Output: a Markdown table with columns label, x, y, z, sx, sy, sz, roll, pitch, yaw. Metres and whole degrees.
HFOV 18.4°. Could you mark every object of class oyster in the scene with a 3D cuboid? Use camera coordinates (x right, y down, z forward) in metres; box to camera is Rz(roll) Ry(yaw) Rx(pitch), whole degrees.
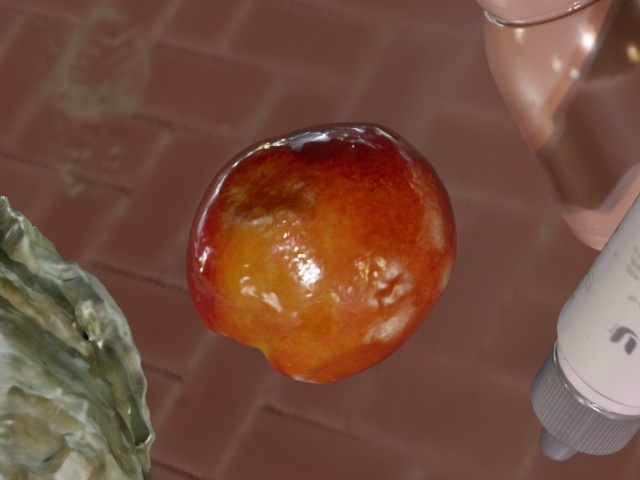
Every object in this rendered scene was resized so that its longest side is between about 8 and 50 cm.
| label | x | y | z | sx | sy | sz | roll | pitch | yaw |
| --- | --- | --- | --- | --- | --- | --- | --- | --- | --- |
| oyster | -0.151 | 0.066 | 0.630 | 0.268 | 0.112 | 0.198 | -1 | 77 | 31 |

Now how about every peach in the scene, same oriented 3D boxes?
| label | x | y | z | sx | sy | sz | roll | pitch | yaw |
| --- | --- | --- | --- | --- | --- | --- | --- | --- | --- |
| peach | 0.000 | 0.000 | 1.733 | 0.243 | 0.243 | 0.199 | -32 | 27 | -3 |

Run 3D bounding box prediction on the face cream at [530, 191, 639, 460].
| label | x | y | z | sx | sy | sz | roll | pitch | yaw |
| --- | --- | --- | --- | --- | --- | --- | --- | --- | --- |
| face cream | 0.199 | 0.030 | 1.136 | 0.092 | 0.311 | 0.092 | 13 | 44 | -13 |

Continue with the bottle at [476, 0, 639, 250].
| label | x | y | z | sx | sy | sz | roll | pitch | yaw |
| --- | --- | --- | --- | --- | --- | --- | --- | --- | --- |
| bottle | 0.219 | -0.158 | 1.540 | 0.173 | 0.297 | 0.206 | -14 | 35 | 29 |
